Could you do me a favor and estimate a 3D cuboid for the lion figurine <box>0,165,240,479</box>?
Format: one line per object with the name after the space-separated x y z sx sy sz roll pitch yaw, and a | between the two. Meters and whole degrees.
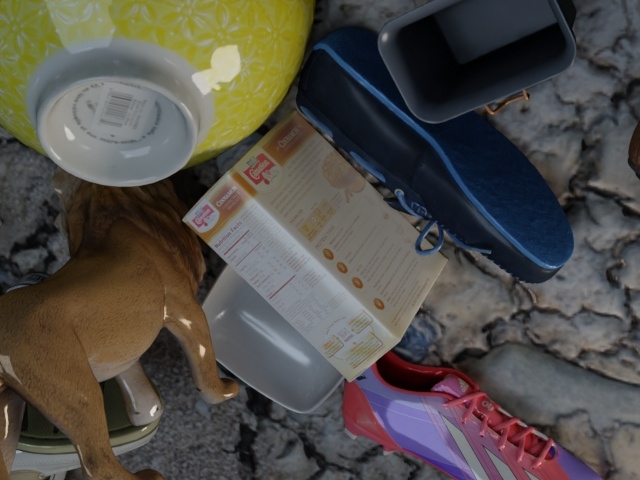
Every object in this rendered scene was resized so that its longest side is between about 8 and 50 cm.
-0.186 0.067 1.038 0.142 0.392 0.240 -16 105 16 | lion figurine

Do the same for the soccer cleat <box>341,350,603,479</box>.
0.135 0.166 1.148 0.248 0.083 0.095 22 118 14 | soccer cleat

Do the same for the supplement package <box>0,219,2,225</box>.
-0.484 0.033 1.259 0.199 0.198 0.263 43 123 -4 | supplement package

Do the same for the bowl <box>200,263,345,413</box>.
-0.027 0.068 1.177 0.142 0.053 0.142 36 124 3 | bowl

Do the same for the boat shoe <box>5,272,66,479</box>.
-0.309 0.182 1.320 0.113 0.105 0.306 27 123 8 | boat shoe

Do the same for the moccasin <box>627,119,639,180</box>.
0.376 -0.018 0.855 0.380 0.139 0.147 46 120 43 | moccasin

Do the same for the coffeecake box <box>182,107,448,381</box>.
0.000 0.000 1.075 0.185 0.142 0.068 45 123 -4 | coffeecake box

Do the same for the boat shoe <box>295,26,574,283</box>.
0.089 -0.060 1.048 0.258 0.109 0.089 48 132 13 | boat shoe

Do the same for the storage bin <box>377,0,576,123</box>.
0.127 -0.151 0.976 0.135 0.091 0.098 -21 107 30 | storage bin

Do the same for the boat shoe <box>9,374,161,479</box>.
-0.292 0.175 1.209 0.302 0.113 0.103 -3 136 -1 | boat shoe

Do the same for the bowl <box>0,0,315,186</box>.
-0.145 -0.135 0.983 0.289 0.156 0.289 -2 141 -1 | bowl
